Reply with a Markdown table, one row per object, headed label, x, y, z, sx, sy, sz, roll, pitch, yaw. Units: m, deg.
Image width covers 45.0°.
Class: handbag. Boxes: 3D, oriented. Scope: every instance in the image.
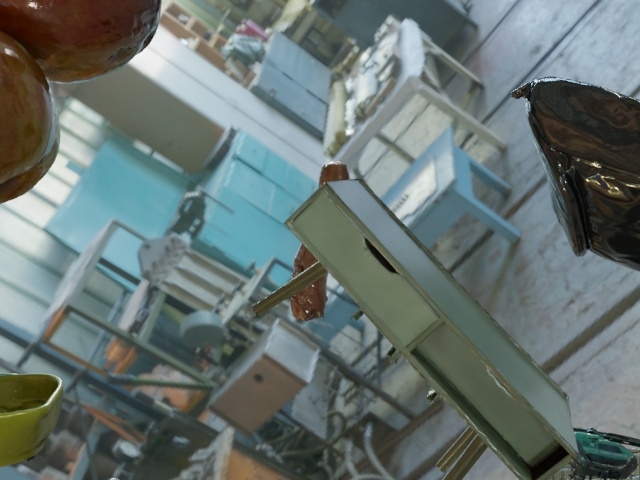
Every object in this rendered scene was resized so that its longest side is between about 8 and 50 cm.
| label | x | y | z | sx | sy | sz | roll | pitch | yaw |
| --- | --- | --- | --- | --- | --- | --- | --- | --- | --- |
| handbag | 0.412 | -0.083 | 1.143 | 0.275 | 0.302 | 0.178 | 21 | 73 | 32 |

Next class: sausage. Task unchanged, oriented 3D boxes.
| label | x | y | z | sx | sy | sz | roll | pitch | yaw |
| --- | --- | --- | --- | --- | --- | --- | --- | --- | --- |
| sausage | 0.001 | 0.000 | 1.375 | 0.078 | 0.078 | 0.304 | -27 | 45 | 60 |

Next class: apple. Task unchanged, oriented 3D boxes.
| label | x | y | z | sx | sy | sz | roll | pitch | yaw |
| --- | --- | --- | --- | --- | --- | --- | --- | --- | --- |
| apple | -0.521 | -0.160 | 1.109 | 0.301 | 0.301 | 0.301 | -50 | 17 | 22 |

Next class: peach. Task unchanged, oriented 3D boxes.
| label | x | y | z | sx | sy | sz | roll | pitch | yaw |
| --- | --- | --- | --- | --- | --- | --- | --- | --- | --- |
| peach | -0.450 | -0.416 | 1.301 | 0.372 | 0.373 | 0.289 | -133 | 54 | -73 |

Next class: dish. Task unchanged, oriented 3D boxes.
| label | x | y | z | sx | sy | sz | roll | pitch | yaw |
| --- | --- | --- | --- | --- | --- | --- | --- | --- | --- |
| dish | -0.376 | 0.213 | 0.895 | 0.208 | 0.080 | 0.149 | -1 | 10 | 40 |

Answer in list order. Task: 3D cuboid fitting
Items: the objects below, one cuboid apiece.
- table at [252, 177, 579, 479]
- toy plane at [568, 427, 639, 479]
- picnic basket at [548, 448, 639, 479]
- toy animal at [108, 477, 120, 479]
| label | x | y | z | sx | sy | sz | roll | pitch | yaw |
| --- | --- | --- | --- | --- | --- | --- | --- | --- | --- |
| table | 0.061 | 0.078 | 0.569 | 0.111 | 0.240 | 0.121 | -44 | -6 | 15 |
| toy plane | 0.419 | 0.338 | 1.260 | 0.096 | 0.235 | 0.060 | -62 | -27 | -44 |
| picnic basket | 0.586 | 0.562 | 1.553 | 0.228 | 0.312 | 0.175 | -12 | 35 | 29 |
| toy animal | -0.461 | 0.608 | 1.535 | 0.303 | 0.194 | 0.344 | 43 | 117 | 49 |
